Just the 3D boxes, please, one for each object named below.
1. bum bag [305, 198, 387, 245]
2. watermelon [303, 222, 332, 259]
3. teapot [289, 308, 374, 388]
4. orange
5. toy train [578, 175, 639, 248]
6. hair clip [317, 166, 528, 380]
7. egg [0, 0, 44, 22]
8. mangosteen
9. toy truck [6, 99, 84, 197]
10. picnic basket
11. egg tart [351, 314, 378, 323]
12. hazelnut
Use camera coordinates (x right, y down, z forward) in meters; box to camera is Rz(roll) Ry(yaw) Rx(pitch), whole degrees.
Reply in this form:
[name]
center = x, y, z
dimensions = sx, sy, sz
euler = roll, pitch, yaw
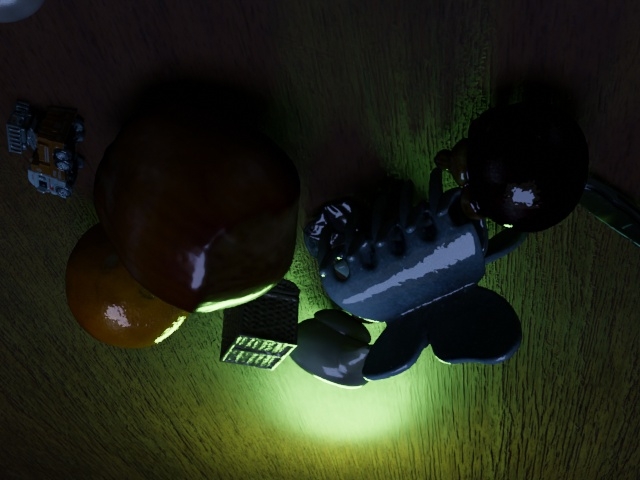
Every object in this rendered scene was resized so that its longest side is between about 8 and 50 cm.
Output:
[bum bag]
center = 0.097, 0.005, 1.901
dimensions = 0.248, 0.060, 0.123
euler = 24, 136, -29
[watermelon]
center = 0.000, 0.000, 1.941
dimensions = 0.061, 0.085, 0.085
euler = -24, 148, -7
[teapot]
center = 0.061, 0.243, 2.227
dimensions = 0.220, 0.149, 0.318
euler = 29, -176, 24
[orange]
center = -0.365, 0.079, 1.921
dimensions = 0.261, 0.261, 0.261
euler = 4, 149, 3
[toy train]
center = 0.506, -0.066, 1.736
dimensions = 0.252, 0.048, 0.055
euler = 31, 146, -26
[hair clip]
center = 0.166, 0.045, 1.722
dimensions = 0.318, 0.392, 0.238
euler = -25, 114, 29
[egg]
center = -0.441, -0.354, 1.368
dimensions = 0.135, 0.103, 0.103
euler = -1, 148, 16
[mangosteen]
center = 0.293, -0.116, 1.550
dimensions = 0.250, 0.211, 0.211
euler = 6, 152, 28
[toy truck]
center = -0.477, -0.155, 1.723
dimensions = 0.115, 0.080, 0.178
euler = 14, 147, -4
[picnic basket]
center = -0.131, 0.171, 2.123
dimensions = 0.134, 0.154, 0.196
euler = 11, 153, -13
[egg tart]
center = 0.107, 0.144, 2.141
dimensions = 0.128, 0.049, 0.129
euler = 3, 147, 2
[hazelnut]
center = -0.199, -0.052, 1.639
dimensions = 0.365, 0.366, 0.366
euler = 4, 149, 3
